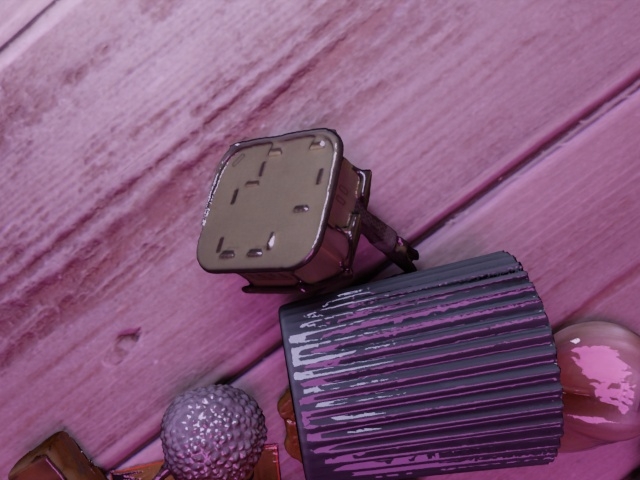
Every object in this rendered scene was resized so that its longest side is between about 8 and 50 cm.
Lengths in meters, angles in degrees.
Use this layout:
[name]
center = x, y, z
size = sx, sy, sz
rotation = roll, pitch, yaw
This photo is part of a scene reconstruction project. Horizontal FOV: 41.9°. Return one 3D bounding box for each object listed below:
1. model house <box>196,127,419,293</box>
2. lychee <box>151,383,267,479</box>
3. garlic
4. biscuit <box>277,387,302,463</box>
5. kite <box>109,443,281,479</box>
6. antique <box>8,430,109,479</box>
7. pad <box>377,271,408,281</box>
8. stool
[model house]
center = 0.000, 0.000, 1.185
size = 0.279, 0.218, 0.204
rotation = 36, 61, -46
[lychee]
center = -0.173, 0.301, 1.246
size = 0.197, 0.165, 0.165
rotation = -26, 109, -4
[garlic]
center = 0.436, 0.234, 1.297
size = 0.228, 0.110, 0.217
rotation = -1, 106, -3
[biscuit]
center = 0.059, 0.276, 1.320
size = 0.249, 0.035, 0.184
rotation = -11, 112, 0
[kite]
center = -0.206, 0.458, 1.379
size = 0.328, 0.013, 0.377
rotation = 33, 105, -13
[antique]
center = -0.353, 0.440, 1.312
size = 0.087, 0.093, 0.310
rotation = -31, 105, 13
[pad]
center = 0.115, 0.148, 1.298
size = 0.116, 0.004, 0.193
rotation = -22, 110, 4
[stool]
center = 0.122, 0.187, 1.148
size = 0.330, 0.297, 0.297
rotation = -10, 110, -4
